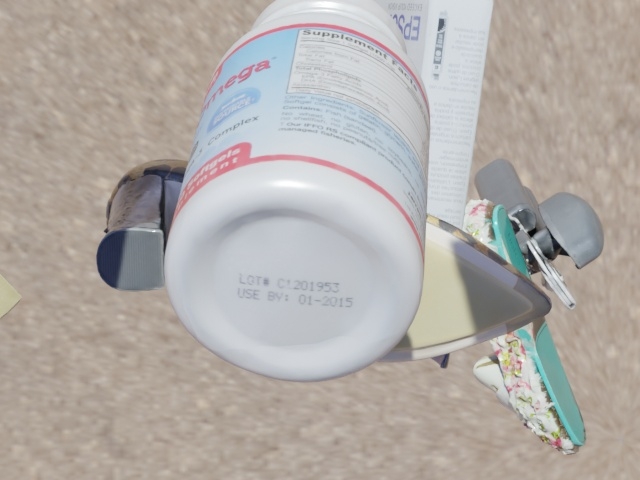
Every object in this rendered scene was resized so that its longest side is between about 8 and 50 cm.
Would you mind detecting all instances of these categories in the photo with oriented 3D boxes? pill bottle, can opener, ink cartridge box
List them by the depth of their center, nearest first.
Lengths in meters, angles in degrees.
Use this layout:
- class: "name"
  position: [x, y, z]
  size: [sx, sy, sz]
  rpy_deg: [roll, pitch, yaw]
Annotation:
- class: "pill bottle"
  position: [-0.004, -0.028, 0.647]
  size: [0.087, 0.160, 0.087]
  rpy_deg: [2, 124, 3]
- class: "ink cartridge box"
  position: [0.042, -0.049, 1.131]
  size: [0.045, 0.223, 0.224]
  rpy_deg: [4, 96, -15]
- class: "can opener"
  position: [0.219, -0.020, 1.729]
  size: [0.095, 0.283, 0.076]
  rpy_deg: [-35, 109, 10]

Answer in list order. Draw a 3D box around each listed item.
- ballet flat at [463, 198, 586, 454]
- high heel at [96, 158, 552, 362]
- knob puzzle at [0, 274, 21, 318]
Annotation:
- class: "ballet flat"
  position: [0.161, 0.080, 1.559]
  size: [0.077, 0.091, 0.241]
  rpy_deg: [-19, 94, 22]
- class: "high heel"
  position: [0.000, 0.000, 1.057]
  size: [0.261, 0.186, 0.093]
  rpy_deg: [8, 103, -4]
- class: "knob puzzle"
  position: [-0.453, 0.067, 1.929]
  size: [0.213, 0.030, 0.213]
  rpy_deg: [7, 67, -15]
